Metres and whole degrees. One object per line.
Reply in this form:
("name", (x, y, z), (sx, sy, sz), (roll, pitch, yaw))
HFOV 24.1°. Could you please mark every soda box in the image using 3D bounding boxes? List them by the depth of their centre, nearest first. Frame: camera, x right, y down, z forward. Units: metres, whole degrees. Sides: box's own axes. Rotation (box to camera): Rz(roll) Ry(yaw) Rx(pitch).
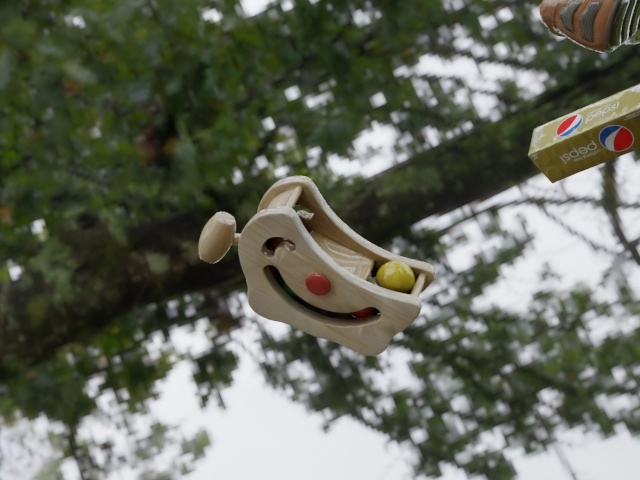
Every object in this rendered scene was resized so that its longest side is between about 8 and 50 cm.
("soda box", (0.368, -0.142, 1.982), (0.181, 0.058, 0.061), (-22, -56, 36))

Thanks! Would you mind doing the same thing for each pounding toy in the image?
("pounding toy", (0.000, 0.000, 1.684), (0.155, 0.270, 0.154), (-62, -9, -50))

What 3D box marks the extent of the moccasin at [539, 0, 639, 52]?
("moccasin", (0.440, -0.357, 2.254), (0.380, 0.147, 0.139), (-31, -45, -51))
